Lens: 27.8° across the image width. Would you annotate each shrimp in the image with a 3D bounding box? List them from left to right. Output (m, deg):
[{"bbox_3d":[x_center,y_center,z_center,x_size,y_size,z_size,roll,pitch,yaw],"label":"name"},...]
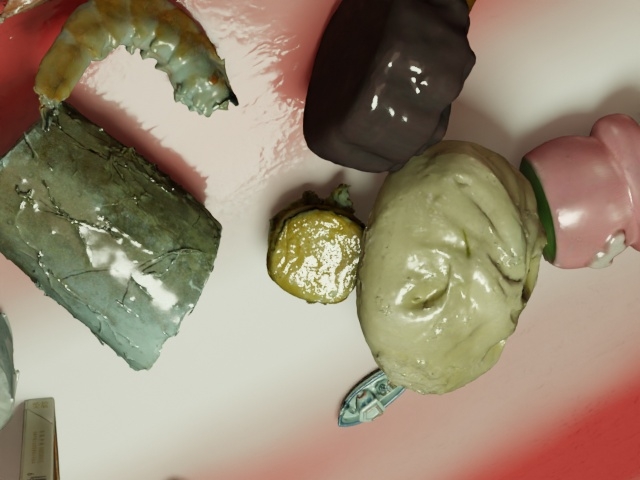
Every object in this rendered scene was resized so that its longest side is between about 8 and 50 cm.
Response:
[{"bbox_3d":[-0.249,-0.245,1.706,0.287,0.068,0.185,-9,80,-37],"label":"shrimp"}]

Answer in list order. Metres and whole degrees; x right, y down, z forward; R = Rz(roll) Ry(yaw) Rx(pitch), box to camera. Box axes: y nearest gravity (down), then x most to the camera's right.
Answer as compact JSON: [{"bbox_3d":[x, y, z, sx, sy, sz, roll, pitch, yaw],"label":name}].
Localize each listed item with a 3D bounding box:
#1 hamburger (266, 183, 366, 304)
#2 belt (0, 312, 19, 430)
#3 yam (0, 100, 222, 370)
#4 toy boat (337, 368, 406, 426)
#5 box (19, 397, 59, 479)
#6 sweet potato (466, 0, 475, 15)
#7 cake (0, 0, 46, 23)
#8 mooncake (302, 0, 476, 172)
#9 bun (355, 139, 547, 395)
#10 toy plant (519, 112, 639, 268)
[{"bbox_3d":[0.000,0.000,1.866,0.159,0.131,0.185,25,104,-4],"label":"hamburger"},{"bbox_3d":[-0.643,0.200,1.786,0.436,0.173,0.300,-2,119,-7],"label":"belt"},{"bbox_3d":[-0.303,-0.012,1.754,0.348,0.241,0.241,42,98,-19],"label":"yam"},{"bbox_3d":[0.083,0.246,2.005,0.140,0.066,0.059,-36,116,5],"label":"toy boat"},{"bbox_3d":[-0.389,0.391,1.801,0.051,0.365,0.205,-4,110,-10],"label":"box"},{"bbox_3d":[0.199,-0.421,1.755,0.112,0.112,0.359,5,112,-13],"label":"sweet potato"},{"bbox_3d":[-0.319,-0.385,1.673,0.287,0.098,0.135,-38,114,-1],"label":"cake"},{"bbox_3d":[0.090,-0.225,1.711,0.141,0.283,0.283,21,105,-23],"label":"mooncake"},{"bbox_3d":[0.193,0.040,1.809,0.234,0.326,0.362,11,103,20],"label":"bun"},{"bbox_3d":[0.478,-0.079,1.901,0.356,0.211,0.317,-23,146,-6],"label":"toy plant"}]
